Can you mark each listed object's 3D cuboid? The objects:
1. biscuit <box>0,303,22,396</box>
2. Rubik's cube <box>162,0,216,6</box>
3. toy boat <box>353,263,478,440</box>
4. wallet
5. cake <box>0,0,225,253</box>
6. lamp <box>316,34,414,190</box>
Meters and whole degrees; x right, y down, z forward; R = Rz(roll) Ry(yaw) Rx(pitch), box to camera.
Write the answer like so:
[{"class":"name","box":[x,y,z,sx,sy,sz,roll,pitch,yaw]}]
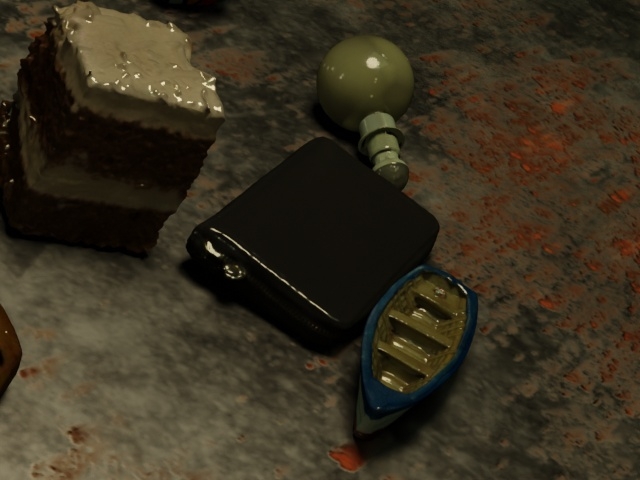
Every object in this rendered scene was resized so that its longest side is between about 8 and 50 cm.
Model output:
[{"class":"biscuit","box":[-0.361,0.033,1.091,0.359,0.046,0.359,20,30,-12]},{"class":"Rubik's cube","box":[-0.125,-0.291,1.698,0.133,0.133,0.112,22,3,-8]},{"class":"toy boat","box":[0.066,0.087,1.336,0.080,0.046,0.229,29,31,3]},{"class":"wallet","box":[0.000,0.000,1.423,0.149,0.044,0.250,35,31,6]},{"class":"cake","box":[-0.164,-0.088,1.324,0.134,0.147,0.135,8,37,-28]},{"class":"lamp","box":[0.049,-0.110,1.601,0.091,0.091,0.163,8,52,-29]}]
